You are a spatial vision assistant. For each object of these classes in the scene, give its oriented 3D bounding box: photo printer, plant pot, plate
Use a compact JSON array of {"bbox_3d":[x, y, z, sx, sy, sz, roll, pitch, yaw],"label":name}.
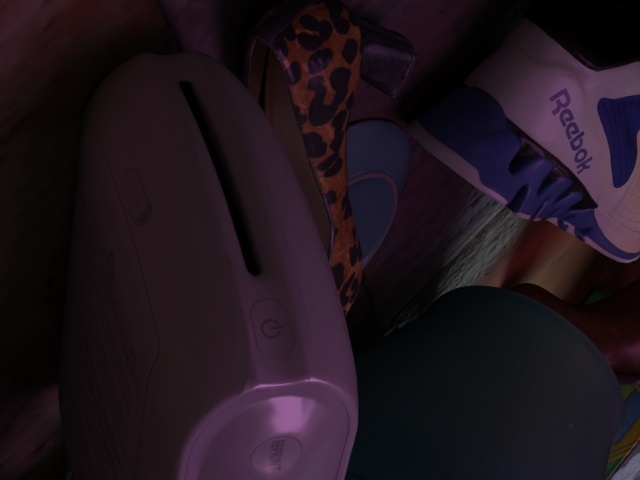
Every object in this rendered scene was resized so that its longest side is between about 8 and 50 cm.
[{"bbox_3d":[-0.068,0.070,1.064,0.107,0.256,0.307,-6,138,-17],"label":"photo printer"},{"bbox_3d":[0.096,0.180,1.499,0.255,0.271,0.271,-50,160,-35],"label":"plant pot"},{"bbox_3d":[0.000,0.000,1.335,0.188,0.024,0.188,-38,154,-23],"label":"plate"}]

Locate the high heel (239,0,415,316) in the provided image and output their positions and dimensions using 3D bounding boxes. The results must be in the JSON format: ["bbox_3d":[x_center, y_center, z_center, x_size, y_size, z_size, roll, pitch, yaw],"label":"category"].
[{"bbox_3d":[-0.036,-0.019,1.153,0.186,0.093,0.261,6,106,-67],"label":"high heel"}]

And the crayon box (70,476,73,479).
[{"bbox_3d":[-0.155,0.295,1.294,0.083,0.203,0.323,15,122,-18],"label":"crayon box"}]

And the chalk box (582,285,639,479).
[{"bbox_3d":[0.294,0.132,1.873,0.213,0.132,0.132,-52,154,7],"label":"chalk box"}]

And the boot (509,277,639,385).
[{"bbox_3d":[0.311,0.005,1.719,0.280,0.264,0.096,-66,-166,-4],"label":"boot"}]

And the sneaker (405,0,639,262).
[{"bbox_3d":[0.205,-0.098,1.402,0.182,0.127,0.315,-52,153,13],"label":"sneaker"}]
